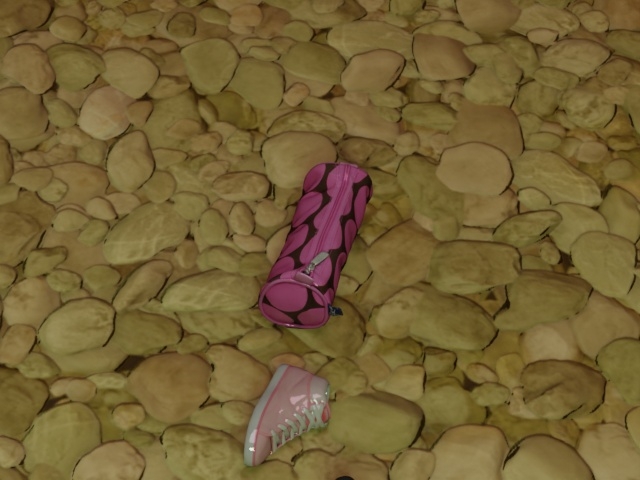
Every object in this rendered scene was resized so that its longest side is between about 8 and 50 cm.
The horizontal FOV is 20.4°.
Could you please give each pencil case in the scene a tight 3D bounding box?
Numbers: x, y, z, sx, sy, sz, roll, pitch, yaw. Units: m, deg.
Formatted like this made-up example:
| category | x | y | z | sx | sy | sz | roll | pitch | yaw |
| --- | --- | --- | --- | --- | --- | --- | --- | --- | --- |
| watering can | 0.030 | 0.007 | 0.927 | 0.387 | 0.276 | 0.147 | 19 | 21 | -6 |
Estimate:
| category | x | y | z | sx | sy | sz | roll | pitch | yaw |
| --- | --- | --- | --- | --- | --- | --- | --- | --- | --- |
| pencil case | 0.000 | 0.000 | 1.992 | 0.095 | 0.098 | 0.209 | 13 | 48 | 5 |

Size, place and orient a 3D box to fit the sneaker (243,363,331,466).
| category | x | y | z | sx | sy | sz | roll | pitch | yaw |
| --- | --- | --- | --- | --- | --- | --- | --- | --- | --- |
| sneaker | -0.030 | 0.186 | 1.857 | 0.070 | 0.051 | 0.134 | 15 | 45 | 14 |

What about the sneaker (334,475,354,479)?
| category | x | y | z | sx | sy | sz | roll | pitch | yaw |
| --- | --- | --- | --- | --- | --- | --- | --- | --- | --- |
| sneaker | 0.085 | 0.367 | 1.694 | 0.136 | 0.116 | 0.313 | -5 | 56 | -23 |
